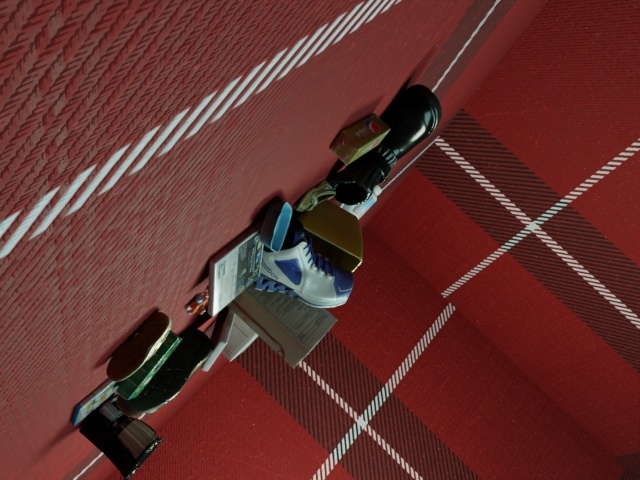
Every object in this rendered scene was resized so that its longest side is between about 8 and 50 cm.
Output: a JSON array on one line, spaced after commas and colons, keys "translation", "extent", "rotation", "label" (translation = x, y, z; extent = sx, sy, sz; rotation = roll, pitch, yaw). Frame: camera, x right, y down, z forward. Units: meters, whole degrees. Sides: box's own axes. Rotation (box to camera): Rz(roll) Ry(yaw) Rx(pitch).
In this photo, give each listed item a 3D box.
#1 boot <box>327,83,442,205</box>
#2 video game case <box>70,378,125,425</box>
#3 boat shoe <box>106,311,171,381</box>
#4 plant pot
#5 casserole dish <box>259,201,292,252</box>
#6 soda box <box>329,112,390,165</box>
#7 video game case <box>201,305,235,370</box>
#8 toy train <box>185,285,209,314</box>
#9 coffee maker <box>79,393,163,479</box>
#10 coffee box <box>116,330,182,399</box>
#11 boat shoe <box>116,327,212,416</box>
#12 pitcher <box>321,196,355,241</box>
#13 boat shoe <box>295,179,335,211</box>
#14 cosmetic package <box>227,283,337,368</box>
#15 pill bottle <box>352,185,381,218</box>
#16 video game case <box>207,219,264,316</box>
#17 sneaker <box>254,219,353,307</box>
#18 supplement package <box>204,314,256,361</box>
[{"translation": [0.169, -0.244, 1.621], "extent": [0.260, 0.131, 0.348], "rotation": [-44, 174, -28], "label": "boot"}, {"translation": [-0.507, 0.356, 1.405], "extent": [0.166, 0.015, 0.119], "rotation": [-42, 174, -42], "label": "video game case"}, {"translation": [-0.370, 0.224, 1.246], "extent": [0.170, 0.063, 0.059], "rotation": [-47, 169, -7], "label": "boat shoe"}, {"translation": [0.000, 0.000, 1.744], "extent": [0.212, 0.212, 0.187], "rotation": [-52, -166, 44], "label": "plant pot"}, {"translation": [-0.104, -0.033, 1.385], "extent": [0.188, 0.036, 0.114], "rotation": [54, 54, -83], "label": "casserole dish"}, {"translation": [0.096, -0.243, 1.427], "extent": [0.058, 0.061, 0.181], "rotation": [-50, 174, 39], "label": "soda box"}, {"translation": [-0.293, 0.258, 1.791], "extent": [0.227, 0.026, 0.207], "rotation": [126, -20, -50], "label": "video game case"}, {"translation": [-0.255, 0.121, 1.464], "extent": [0.166, 0.046, 0.125], "rotation": [-49, 174, 28], "label": "toy train"}, {"translation": [-0.526, 0.514, 1.540], "extent": [0.171, 0.178, 0.120], "rotation": [-48, 173, -12], "label": "coffee maker"}, {"translation": [-0.414, 0.301, 1.465], "extent": [0.184, 0.040, 0.113], "rotation": [-52, 178, -12], "label": "coffee box"}, {"translation": [-0.421, 0.370, 1.633], "extent": [0.120, 0.122, 0.324], "rotation": [-47, 175, 38], "label": "boat shoe"}, {"translation": [0.046, -0.085, 1.914], "extent": [0.207, 0.125, 0.178], "rotation": [-55, 175, -22], "label": "pitcher"}, {"translation": [-0.012, -0.113, 1.617], "extent": [0.056, 0.048, 0.153], "rotation": [-51, 173, 39], "label": "boat shoe"}, {"translation": [-0.121, 0.193, 1.686], "extent": [0.153, 0.296, 0.129], "rotation": [-42, 172, -38], "label": "cosmetic package"}, {"translation": [0.171, -0.165, 2.432], "extent": [0.160, 0.087, 0.087], "rotation": [-46, 174, -7], "label": "pill bottle"}, {"translation": [-0.195, 0.065, 1.387], "extent": [0.173, 0.022, 0.191], "rotation": [-42, 155, -39], "label": "video game case"}, {"translation": [-0.044, 0.055, 1.553], "extent": [0.128, 0.315, 0.182], "rotation": [-101, -149, -51], "label": "sneaker"}, {"translation": [-0.256, 0.271, 2.053], "extent": [0.244, 0.139, 0.134], "rotation": [-46, 174, 12], "label": "supplement package"}]
